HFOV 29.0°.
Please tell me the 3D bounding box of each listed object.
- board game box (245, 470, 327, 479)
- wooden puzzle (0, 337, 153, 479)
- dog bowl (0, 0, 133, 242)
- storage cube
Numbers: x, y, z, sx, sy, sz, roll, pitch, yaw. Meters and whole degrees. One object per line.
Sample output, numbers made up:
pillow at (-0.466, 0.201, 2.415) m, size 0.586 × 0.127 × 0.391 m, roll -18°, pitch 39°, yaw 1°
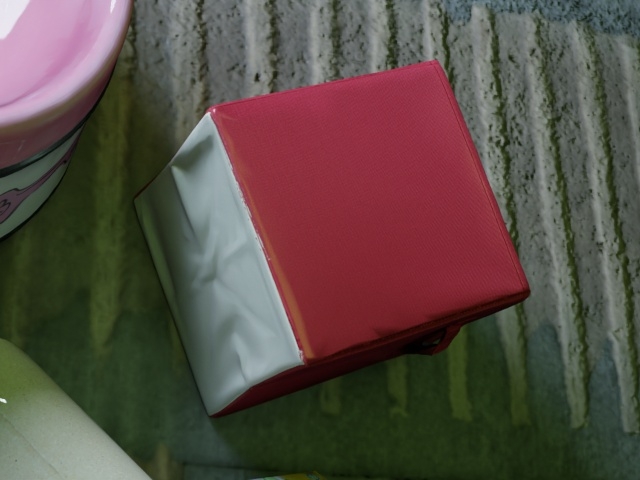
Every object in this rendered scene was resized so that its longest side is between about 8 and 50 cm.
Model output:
board game box at (-0.014, 0.203, 0.849) m, size 0.104 × 0.154 × 0.026 m, roll -2°, pitch 102°, yaw -29°
wooden puzzle at (-0.217, 0.237, 0.685) m, size 0.322 × 0.080 × 0.348 m, roll 40°, pitch 59°, yaw 21°
dog bowl at (-0.300, -0.188, 0.797) m, size 0.408 × 0.150 × 0.407 m, roll 20°, pitch 56°, yaw -33°
storage cube at (0.000, 0.000, 0.913) m, size 0.193 × 0.184 × 0.214 m, roll -16°, pitch 80°, yaw -30°
